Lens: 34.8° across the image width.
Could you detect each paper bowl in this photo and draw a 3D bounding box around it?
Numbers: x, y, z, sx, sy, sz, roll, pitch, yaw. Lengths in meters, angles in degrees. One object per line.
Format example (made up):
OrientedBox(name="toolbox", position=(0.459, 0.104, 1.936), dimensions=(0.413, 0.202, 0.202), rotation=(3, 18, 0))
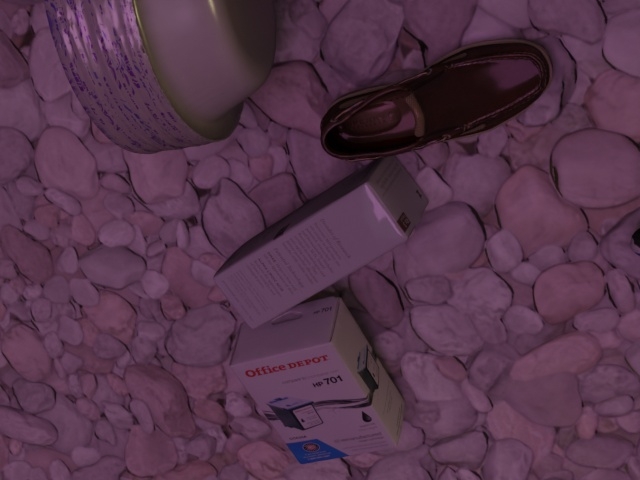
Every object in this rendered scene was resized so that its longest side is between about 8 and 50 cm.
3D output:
OrientedBox(name="paper bowl", position=(-0.140, -0.235, 1.013), dimensions=(0.148, 0.284, 0.284), rotation=(-9, 109, 16))

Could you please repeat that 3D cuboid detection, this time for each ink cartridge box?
OrientedBox(name="ink cartridge box", position=(-0.001, 0.172, 1.230), dimensions=(0.139, 0.082, 0.191), rotation=(-16, 126, 24))

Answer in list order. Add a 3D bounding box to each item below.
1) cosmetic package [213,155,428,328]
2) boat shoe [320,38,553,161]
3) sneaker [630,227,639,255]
OrientedBox(name="cosmetic package", position=(0.000, 0.000, 1.163), dimensions=(0.231, 0.117, 0.085), rotation=(-33, 100, 26))
OrientedBox(name="boat shoe", position=(0.118, -0.136, 1.075), dimensions=(0.257, 0.095, 0.095), rotation=(-18, 106, 24))
OrientedBox(name="sneaker", position=(0.425, 0.037, 1.057), dimensions=(0.211, 0.080, 0.081), rotation=(17, 113, 12))
